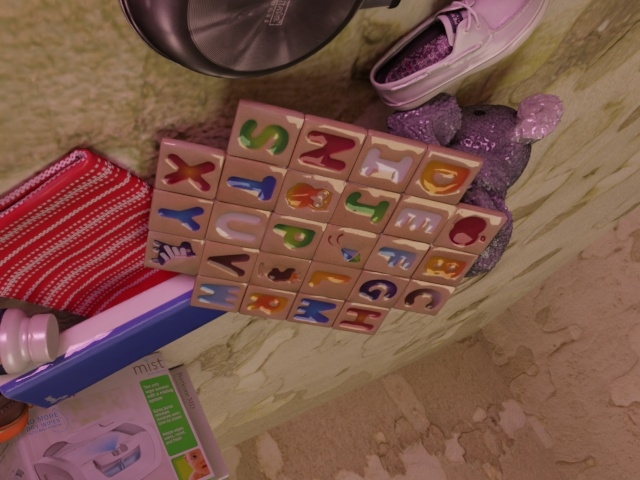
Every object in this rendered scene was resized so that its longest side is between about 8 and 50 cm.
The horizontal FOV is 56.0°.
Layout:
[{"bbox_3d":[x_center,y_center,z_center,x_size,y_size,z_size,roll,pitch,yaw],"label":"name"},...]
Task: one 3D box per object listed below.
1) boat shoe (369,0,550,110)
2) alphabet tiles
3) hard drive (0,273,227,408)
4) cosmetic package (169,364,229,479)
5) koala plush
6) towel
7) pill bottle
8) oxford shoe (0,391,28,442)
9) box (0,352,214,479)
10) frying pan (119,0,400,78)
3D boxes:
[{"bbox_3d":[0.127,-0.195,0.569,0.184,0.066,0.063,-26,163,22],"label":"boat shoe"},{"bbox_3d":[0.000,0.000,0.618,0.342,0.011,0.285,11,135,-14],"label":"alphabet tiles"},{"bbox_3d":[-0.224,0.111,0.772,0.318,0.040,0.210,-27,169,-19],"label":"hard drive"},{"bbox_3d":[-0.320,0.385,1.102,0.224,0.224,0.138,-16,156,-32],"label":"cosmetic package"},{"bbox_3d":[0.181,-0.088,0.732,0.221,0.203,0.196,-40,178,-30],"label":"koala plush"},{"bbox_3d":[-0.234,0.014,0.625,0.198,0.031,0.275,-32,159,5],"label":"towel"},{"bbox_3d":[-0.332,0.103,0.604,0.120,0.067,0.067,-3,154,-10],"label":"pill bottle"},{"bbox_3d":[-0.490,0.214,0.708,0.271,0.097,0.098,-15,136,-43],"label":"oxford shoe"},{"bbox_3d":[-0.338,0.323,0.924,0.261,0.231,0.127,-5,148,-47],"label":"box"},{"bbox_3d":[0.003,-0.179,0.463,0.197,0.053,0.326,-41,153,31],"label":"frying pan"}]
